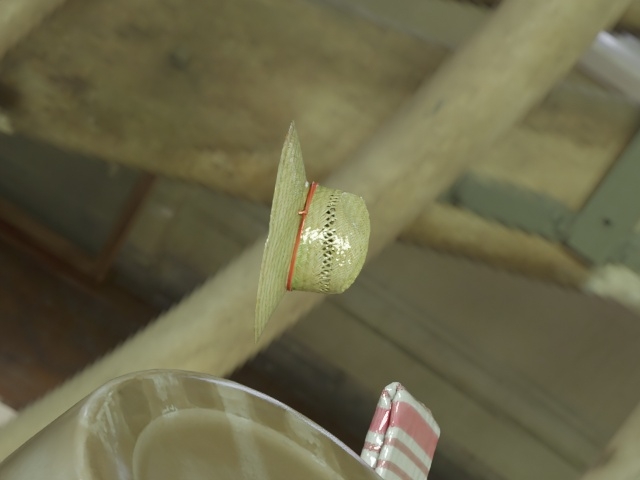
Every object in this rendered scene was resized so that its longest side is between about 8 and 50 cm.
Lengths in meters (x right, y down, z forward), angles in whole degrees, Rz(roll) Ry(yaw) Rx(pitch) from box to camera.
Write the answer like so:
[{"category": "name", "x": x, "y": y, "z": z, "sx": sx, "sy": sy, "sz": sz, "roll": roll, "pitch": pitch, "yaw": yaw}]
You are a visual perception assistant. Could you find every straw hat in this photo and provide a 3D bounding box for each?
[{"category": "straw hat", "x": 0.000, "y": 0.000, "z": 1.218, "sx": 0.061, "sy": 0.144, "sz": 0.144, "roll": 9, "pitch": 24, "yaw": 4}]

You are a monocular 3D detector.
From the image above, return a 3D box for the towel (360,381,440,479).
[{"category": "towel", "x": 0.033, "y": 0.199, "z": 1.309, "sx": 0.029, "sy": 0.197, "sz": 0.144, "roll": 14, "pitch": -13, "yaw": 16}]

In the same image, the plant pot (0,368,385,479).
[{"category": "plant pot", "x": -0.090, "y": 0.218, "z": 0.845, "sx": 0.323, "sy": 0.280, "sz": 0.323, "roll": 30, "pitch": 24, "yaw": -14}]
